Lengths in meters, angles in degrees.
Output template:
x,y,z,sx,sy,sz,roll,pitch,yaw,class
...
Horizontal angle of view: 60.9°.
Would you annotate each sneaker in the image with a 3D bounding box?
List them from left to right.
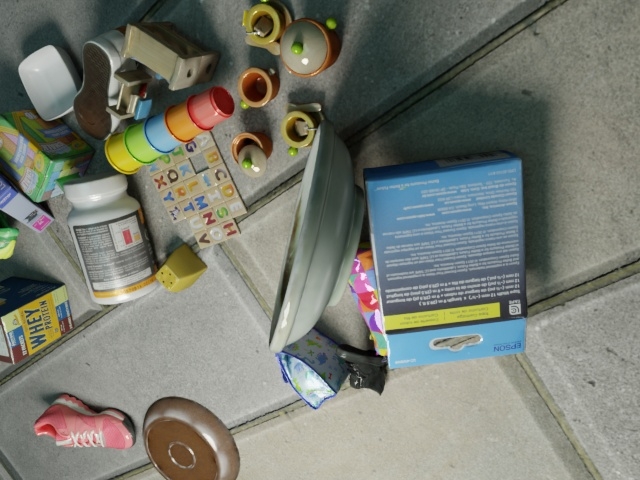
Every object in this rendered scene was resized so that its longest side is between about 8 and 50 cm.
x,y,z,sx,sy,sz,roll,pitch,yaw,class
-0.909,-0.075,1.446,0.296,0.109,0.123,39,96,7,sneaker
-0.672,0.548,1.545,0.314,0.136,0.115,9,113,20,sneaker
-0.438,-0.325,1.152,0.106,0.123,0.290,37,141,-7,sneaker
0.083,0.270,1.126,0.051,0.170,0.089,29,97,46,sneaker

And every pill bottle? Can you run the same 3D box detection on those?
x,y,z,sx,sy,sz,roll,pitch,yaw,class
-0.476,-0.009,1.237,0.162,0.162,0.278,-2,109,24,pill bottle

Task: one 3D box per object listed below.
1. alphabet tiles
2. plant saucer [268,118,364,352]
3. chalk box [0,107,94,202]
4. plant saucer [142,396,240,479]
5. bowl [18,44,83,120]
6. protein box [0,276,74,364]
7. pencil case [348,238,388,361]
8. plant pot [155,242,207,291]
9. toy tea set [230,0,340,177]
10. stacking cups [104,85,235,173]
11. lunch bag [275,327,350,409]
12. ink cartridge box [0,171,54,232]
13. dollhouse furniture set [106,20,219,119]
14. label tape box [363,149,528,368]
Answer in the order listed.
x,y,z,sx,sy,sz,roll,pitch,yaw,class
-0.272,-0.103,1.203,0.198,0.009,0.237,-19,100,27,alphabet tiles
0.000,0.000,0.933,0.101,0.400,0.400,12,115,-6,plant saucer
-0.628,-0.185,1.254,0.213,0.132,0.132,40,119,4,chalk box
-0.365,0.569,1.474,0.311,0.050,0.310,8,111,21,plant saucer
-0.593,-0.352,1.221,0.142,0.053,0.141,-17,102,26,bowl
-0.813,0.203,1.438,0.201,0.200,0.135,6,111,21,protein box
0.113,0.117,1.074,0.105,0.104,0.236,-17,101,27,pencil case
-0.328,0.071,1.250,0.081,0.083,0.081,47,119,1,plant pot
-0.083,-0.266,0.995,0.200,0.124,0.335,18,115,16,toy tea set
-0.301,-0.223,1.108,0.316,0.096,0.096,-14,103,31,stacking cups
-0.019,0.260,1.164,0.151,0.129,0.096,48,119,0,lunch bag
-0.752,-0.130,1.254,0.186,0.311,0.065,41,78,4,ink cartridge box
-0.310,-0.314,1.074,0.129,0.129,0.183,34,122,8,dollhouse furniture set
0.217,0.034,0.948,0.249,0.115,0.347,-8,109,3,label tape box
